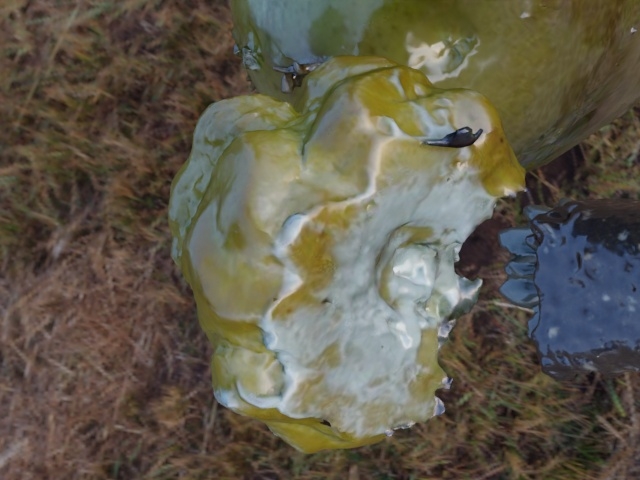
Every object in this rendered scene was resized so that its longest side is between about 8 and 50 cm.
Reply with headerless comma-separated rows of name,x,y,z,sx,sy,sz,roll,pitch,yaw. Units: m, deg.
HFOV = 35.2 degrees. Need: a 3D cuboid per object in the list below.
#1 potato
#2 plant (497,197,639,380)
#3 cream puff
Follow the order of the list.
potato,0.109,-0.154,0.605,0.219,0.359,0.270,51,123,22
plant,0.217,0.034,0.739,0.194,0.129,0.132,3,95,57
cream puff,0.000,0.000,0.395,0.156,0.121,0.156,-168,90,-70
